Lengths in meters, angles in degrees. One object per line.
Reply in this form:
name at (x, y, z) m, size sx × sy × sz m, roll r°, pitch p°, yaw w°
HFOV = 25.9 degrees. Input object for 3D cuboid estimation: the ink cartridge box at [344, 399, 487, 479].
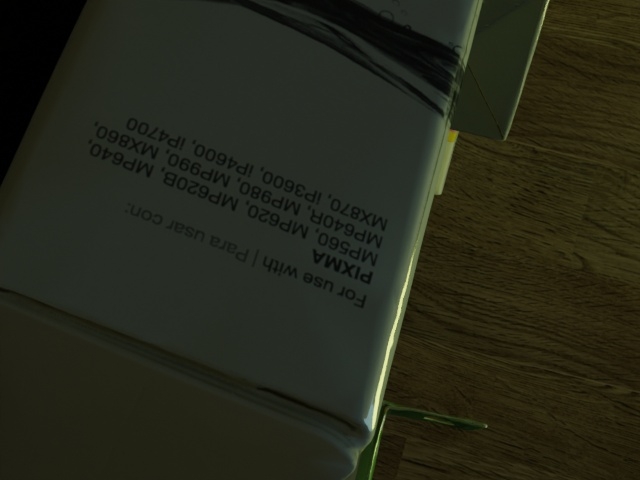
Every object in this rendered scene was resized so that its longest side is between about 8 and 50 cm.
ink cartridge box at (-0.017, 0.114, 0.805) m, size 0.109 × 0.209 × 0.062 m, roll 82°, pitch 20°, yaw -80°

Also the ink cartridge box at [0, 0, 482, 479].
ink cartridge box at (-0.032, -0.033, 0.485) m, size 0.197 × 0.114 × 0.272 m, roll 122°, pitch -14°, yaw -56°

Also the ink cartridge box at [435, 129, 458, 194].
ink cartridge box at (0.098, -0.205, 1.668) m, size 0.171 × 0.168 × 0.232 m, roll -73°, pitch 176°, yaw -47°

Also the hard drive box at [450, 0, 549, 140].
hard drive box at (0.034, -0.168, 0.748) m, size 0.232 × 0.181 × 0.089 m, roll -70°, pitch 174°, yaw -51°
